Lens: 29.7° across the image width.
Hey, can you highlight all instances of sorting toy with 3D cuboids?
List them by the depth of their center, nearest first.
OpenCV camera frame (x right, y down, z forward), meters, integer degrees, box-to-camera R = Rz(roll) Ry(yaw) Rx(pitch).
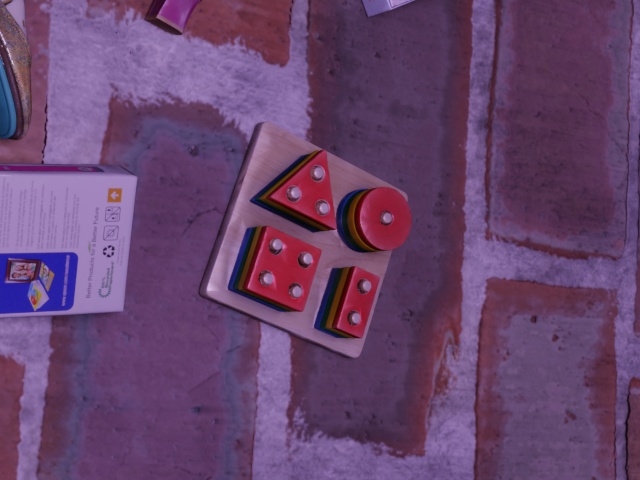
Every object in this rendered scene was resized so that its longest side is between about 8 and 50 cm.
[{"bbox_3d":[0.000,0.000,1.641,0.257,0.089,0.255,25,74,-28],"label":"sorting toy"}]

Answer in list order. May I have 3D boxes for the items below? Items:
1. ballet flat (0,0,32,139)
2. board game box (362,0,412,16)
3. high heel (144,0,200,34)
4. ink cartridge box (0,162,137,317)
[{"bbox_3d":[-0.413,-0.287,1.399,0.123,0.123,0.348,-39,107,-27],"label":"ballet flat"},{"bbox_3d":[0.151,-0.529,1.781,0.318,0.066,0.318,-25,100,-31],"label":"board game box"},{"bbox_3d":[-0.243,-0.364,1.515,0.244,0.082,0.117,27,80,-31],"label":"high heel"},{"bbox_3d":[-0.397,0.002,1.382,0.371,0.069,0.175,-2,109,-34],"label":"ink cartridge box"}]
